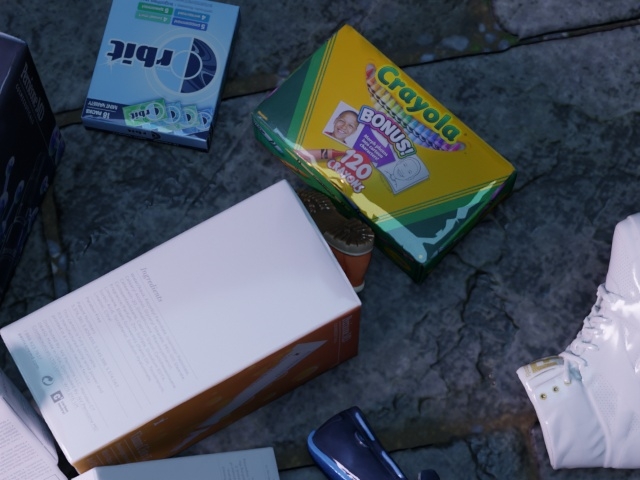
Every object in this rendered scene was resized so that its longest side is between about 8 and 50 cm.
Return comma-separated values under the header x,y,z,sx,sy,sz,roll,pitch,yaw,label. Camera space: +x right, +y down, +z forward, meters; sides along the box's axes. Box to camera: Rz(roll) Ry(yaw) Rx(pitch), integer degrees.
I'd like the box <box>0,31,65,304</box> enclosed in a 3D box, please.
x,y,z,sx,sy,sz,roll,pitch,yaw,label
-0.463,-0.019,1.780,0.212,0.293,0.395,17,73,5,box

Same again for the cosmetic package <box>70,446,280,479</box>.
x,y,z,sx,sy,sz,roll,pitch,yaw,label
-0.150,0.292,1.720,0.231,0.085,0.117,0,70,-36,cosmetic package

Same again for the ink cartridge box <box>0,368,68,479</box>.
x,y,z,sx,sy,sz,roll,pitch,yaw,label
-0.411,0.282,1.706,0.296,0.261,0.066,-27,42,1,ink cartridge box

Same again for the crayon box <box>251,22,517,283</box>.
x,y,z,sx,sy,sz,roll,pitch,yaw,label
0.074,-0.104,1.918,0.278,0.081,0.165,42,76,13,crayon box

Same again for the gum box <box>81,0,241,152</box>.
x,y,z,sx,sy,sz,roll,pitch,yaw,label
-0.193,-0.211,1.977,0.157,0.041,0.184,11,72,4,gum box

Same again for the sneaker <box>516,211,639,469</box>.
x,y,z,sx,sy,sz,roll,pitch,yaw,label
0.300,0.118,1.783,0.169,0.108,0.292,-4,101,2,sneaker

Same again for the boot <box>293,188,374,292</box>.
x,y,z,sx,sy,sz,roll,pitch,yaw,label
0.000,0.000,1.895,0.059,0.084,0.158,-24,43,-29,boot

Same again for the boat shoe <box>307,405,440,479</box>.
x,y,z,sx,sy,sz,roll,pitch,yaw,label
0.099,0.280,1.776,0.089,0.109,0.258,-43,78,-16,boat shoe

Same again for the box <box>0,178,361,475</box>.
x,y,z,sx,sy,sz,roll,pitch,yaw,label
-0.144,0.112,1.776,0.345,0.215,0.168,-29,74,-9,box
